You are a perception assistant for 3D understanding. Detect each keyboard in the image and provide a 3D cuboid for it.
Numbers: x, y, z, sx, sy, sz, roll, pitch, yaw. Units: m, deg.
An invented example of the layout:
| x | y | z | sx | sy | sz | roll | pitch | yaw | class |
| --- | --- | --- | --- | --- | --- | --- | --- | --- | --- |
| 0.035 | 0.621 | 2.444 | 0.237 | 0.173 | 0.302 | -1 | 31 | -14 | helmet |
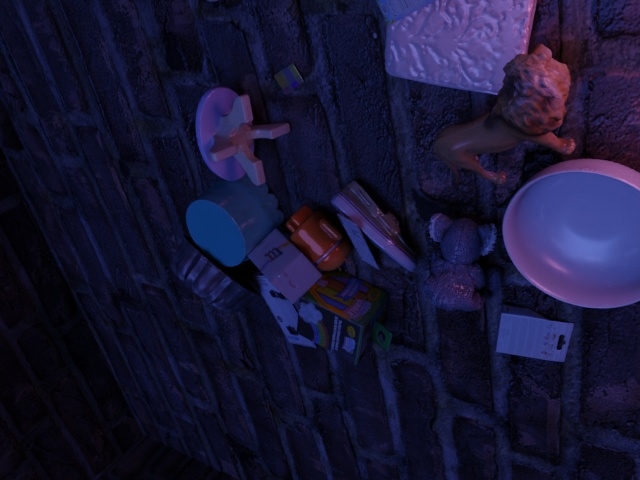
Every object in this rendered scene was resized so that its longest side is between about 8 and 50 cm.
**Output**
| x | y | z | sx | sy | sz | roll | pitch | yaw | class |
| --- | --- | --- | --- | --- | --- | --- | --- | --- | --- |
| 0.110 | 0.007 | 1.679 | 0.072 | 0.014 | 0.256 | 38 | 168 | 35 | keyboard |

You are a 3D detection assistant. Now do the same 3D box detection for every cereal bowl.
| x | y | z | sx | sy | sz | roll | pitch | yaw | class |
| --- | --- | --- | --- | --- | --- | --- | --- | --- | --- |
| 0.576 | -0.030 | 1.278 | 0.338 | 0.141 | 0.339 | 21 | 133 | 24 | cereal bowl |

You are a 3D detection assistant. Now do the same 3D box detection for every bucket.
| x | y | z | sx | sy | sz | roll | pitch | yaw | class |
| --- | --- | --- | --- | --- | --- | --- | --- | --- | --- |
| -0.277 | -0.063 | 1.896 | 0.281 | 0.183 | 0.281 | 22 | 132 | 26 | bucket |

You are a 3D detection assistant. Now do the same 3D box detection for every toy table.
| x | y | z | sx | sy | sz | roll | pitch | yaw | class |
| --- | --- | --- | --- | --- | --- | --- | --- | --- | --- |
| -0.227 | -0.285 | 1.669 | 0.160 | 0.252 | 0.274 | 25 | 145 | 45 | toy table |

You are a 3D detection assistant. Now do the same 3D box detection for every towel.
| x | y | z | sx | sy | sz | roll | pitch | yaw | class |
| --- | --- | --- | --- | --- | --- | --- | --- | --- | --- |
| 0.281 | -0.479 | 1.232 | 0.316 | 0.053 | 0.332 | 19 | 132 | 25 | towel |
| -0.084 | -0.430 | 1.590 | 0.083 | 0.009 | 0.060 | -21 | 107 | 45 | towel |

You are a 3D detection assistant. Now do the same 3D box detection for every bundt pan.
| x | y | z | sx | sy | sz | roll | pitch | yaw | class |
| --- | --- | --- | --- | --- | --- | --- | --- | --- | --- |
| -0.372 | 0.130 | 2.031 | 0.331 | 0.124 | 0.331 | 40 | 177 | 2 | bundt pan |

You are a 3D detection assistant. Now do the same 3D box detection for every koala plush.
| x | y | z | sx | sy | sz | roll | pitch | yaw | class |
| --- | --- | --- | --- | --- | --- | --- | --- | --- | --- |
| 0.352 | 0.045 | 1.495 | 0.196 | 0.203 | 0.221 | 18 | 119 | 26 | koala plush |

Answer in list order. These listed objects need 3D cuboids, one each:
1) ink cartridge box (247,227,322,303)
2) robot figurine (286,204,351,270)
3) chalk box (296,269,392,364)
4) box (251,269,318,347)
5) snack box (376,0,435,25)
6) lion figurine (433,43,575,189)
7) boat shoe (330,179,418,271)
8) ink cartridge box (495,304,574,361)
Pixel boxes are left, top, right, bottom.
| x | y | z | sx | sy | sz | roll | pitch | yaw | class |
| --- | --- | --- | --- | --- | --- | --- | --- | --- | --- |
| -0.107 | 0.076 | 1.795 | 0.128 | 0.127 | 0.176 | 49 | 177 | -41 | ink cartridge box |
| 0.000 | 0.000 | 1.770 | 0.219 | 0.128 | 0.158 | 46 | 109 | 1 | robot figurine |
| 0.096 | 0.239 | 1.841 | 0.288 | 0.179 | 0.180 | 24 | 133 | 21 | chalk box |
| -0.098 | 0.213 | 2.017 | 0.169 | 0.087 | 0.290 | -1 | 121 | 53 | box |
| 0.227 | -0.488 | 1.097 | 0.207 | 0.174 | 0.070 | -15 | 112 | 43 | snack box |
| 0.354 | -0.224 | 1.235 | 0.240 | 0.142 | 0.392 | 17 | 145 | -35 | lion figurine |
| 0.164 | -0.039 | 1.629 | 0.302 | 0.094 | 0.109 | 43 | 180 | -5 | boat shoe |
| 0.564 | 0.246 | 1.589 | 0.179 | 0.045 | 0.145 | 6 | 126 | 13 | ink cartridge box |
